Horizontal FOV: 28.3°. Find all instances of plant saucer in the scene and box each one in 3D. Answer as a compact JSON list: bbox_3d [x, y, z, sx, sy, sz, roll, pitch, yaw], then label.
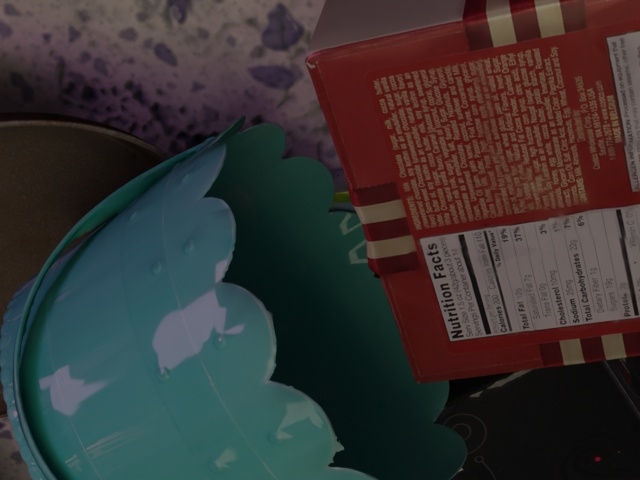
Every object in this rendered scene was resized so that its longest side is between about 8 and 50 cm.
[{"bbox_3d":[-0.223,0.018,0.879,0.310,0.050,0.311,-14,142,-11],"label":"plant saucer"}]

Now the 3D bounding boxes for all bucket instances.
[{"bbox_3d":[-0.054,0.083,0.797,0.183,0.281,0.281,-31,118,18],"label":"bucket"}]

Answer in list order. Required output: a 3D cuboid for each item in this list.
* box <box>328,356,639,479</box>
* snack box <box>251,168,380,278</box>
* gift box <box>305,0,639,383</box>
[{"bbox_3d":[0.107,0.141,0.958,0.270,0.143,0.165,-29,119,17],"label":"box"},{"bbox_3d":[0.000,0.000,0.928,0.141,0.037,0.100,-8,122,6],"label":"snack box"},{"bbox_3d":[0.163,-0.087,0.736,0.276,0.258,0.255,-6,123,14],"label":"gift box"}]
